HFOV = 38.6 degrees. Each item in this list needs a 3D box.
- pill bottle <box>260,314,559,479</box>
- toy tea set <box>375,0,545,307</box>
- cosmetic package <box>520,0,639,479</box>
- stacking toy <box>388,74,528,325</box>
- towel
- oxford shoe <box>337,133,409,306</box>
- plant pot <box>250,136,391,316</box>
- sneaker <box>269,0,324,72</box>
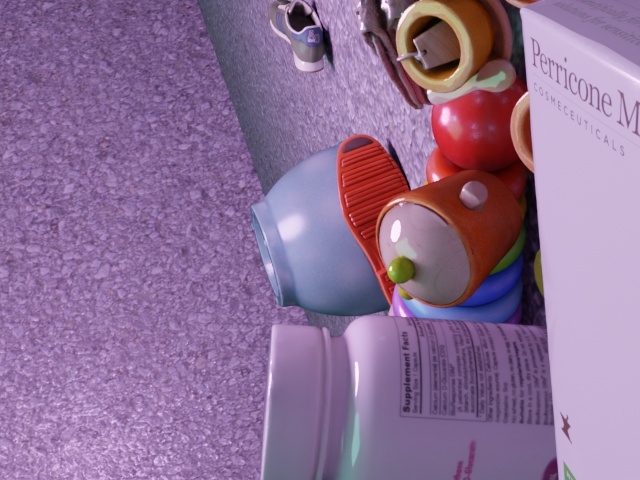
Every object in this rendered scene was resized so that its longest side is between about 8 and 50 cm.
[{"bbox_3d":[0.095,0.146,0.763,0.160,0.283,0.160,-176,90,-87],"label":"pill bottle"},{"bbox_3d":[0.115,-0.075,0.635,0.200,0.124,0.336,12,123,42],"label":"toy tea set"},{"bbox_3d":[0.212,0.069,0.419,0.197,0.155,0.365,-118,13,-61],"label":"cosmetic package"},{"bbox_3d":[0.135,-0.017,0.854,0.141,0.141,0.330,-115,16,-44],"label":"stacking toy"},{"bbox_3d":[0.056,-0.270,0.804,0.187,0.049,0.282,33,-134,-70],"label":"towel"},{"bbox_3d":[0.086,-0.013,1.268,0.098,0.097,0.271,97,156,-83],"label":"oxford shoe"},{"bbox_3d":[0.000,0.000,1.487,0.293,0.196,0.293,163,90,-82],"label":"plant pot"},{"bbox_3d":[-0.036,-0.360,1.486,0.086,0.064,0.192,93,159,-46],"label":"sneaker"}]
